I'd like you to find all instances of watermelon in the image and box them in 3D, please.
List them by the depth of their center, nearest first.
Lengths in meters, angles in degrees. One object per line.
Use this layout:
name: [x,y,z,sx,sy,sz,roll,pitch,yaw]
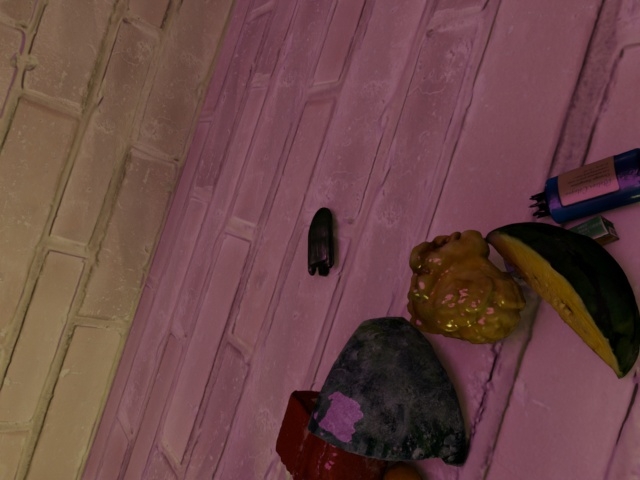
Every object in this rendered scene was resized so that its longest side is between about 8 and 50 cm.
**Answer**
watermelon: [0.379,0.063,0.730,0.301,0.123,0.129,55,146,34]
watermelon: [0.113,0.329,0.917,0.320,0.289,0.214,60,162,24]

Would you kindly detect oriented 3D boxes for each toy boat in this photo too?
toy boat: [0.000,0.000,1.317,0.104,0.052,0.210,-29,52,45]

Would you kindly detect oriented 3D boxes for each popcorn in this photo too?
popcorn: [0.256,0.081,0.843,0.226,0.200,0.203,-4,-80,-84]

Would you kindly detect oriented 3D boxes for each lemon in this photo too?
lemon: [0.163,0.477,0.879,0.082,0.082,0.111,-53,40,23]

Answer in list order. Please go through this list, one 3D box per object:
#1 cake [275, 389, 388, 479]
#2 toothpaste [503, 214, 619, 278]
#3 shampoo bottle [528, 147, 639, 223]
cake: [0.029,0.435,0.987,0.283,0.176,0.151,13,84,64]
toothpaste: [0.407,0.015,0.798,0.178,0.043,0.037,-33,54,40]
shampoo bottle: [0.447,-0.084,0.783,0.183,0.050,0.087,-22,62,46]
